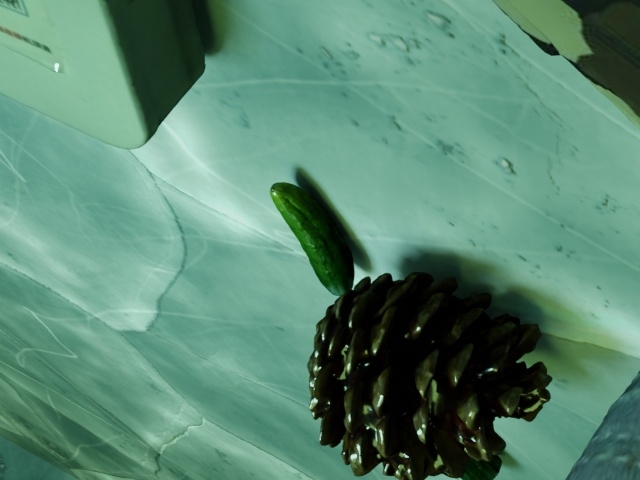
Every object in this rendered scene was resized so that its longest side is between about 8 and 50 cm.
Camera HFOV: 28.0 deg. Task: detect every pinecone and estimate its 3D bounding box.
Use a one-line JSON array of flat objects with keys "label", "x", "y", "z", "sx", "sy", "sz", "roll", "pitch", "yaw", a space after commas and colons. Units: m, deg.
[{"label": "pinecone", "x": 0.090, "y": 0.119, "z": 1.084, "sx": 0.205, "sy": 0.179, "sz": 0.184, "roll": 11, "pitch": 176, "yaw": 8}]

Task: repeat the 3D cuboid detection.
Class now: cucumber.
[{"label": "cucumber", "x": 0.149, "y": 0.223, "z": 1.370, "sx": 0.105, "sy": 0.048, "sz": 0.048, "roll": 45, "pitch": 154, "yaw": -28}, {"label": "cucumber", "x": 0.000, "y": 0.000, "z": 1.123, "sx": 0.039, "sy": 0.039, "sz": 0.168, "roll": 14, "pitch": 149, "yaw": 38}]

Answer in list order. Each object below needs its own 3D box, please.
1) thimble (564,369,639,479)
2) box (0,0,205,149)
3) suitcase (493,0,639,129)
[{"label": "thimble", "x": 0.300, "y": 0.192, "z": 0.957, "sx": 0.205, "sy": 0.172, "sz": 0.236, "roll": 21, "pitch": 153, "yaw": 33}, {"label": "box", "x": -0.281, "y": -0.260, "z": 0.870, "sx": 0.396, "sy": 0.111, "sz": 0.396, "roll": 25, "pitch": 156, "yaw": 16}, {"label": "suitcase", "x": 0.254, "y": -0.109, "z": 0.378, "sx": 0.351, "sy": 0.194, "sz": 0.339, "roll": 39, "pitch": 150, "yaw": -18}]
